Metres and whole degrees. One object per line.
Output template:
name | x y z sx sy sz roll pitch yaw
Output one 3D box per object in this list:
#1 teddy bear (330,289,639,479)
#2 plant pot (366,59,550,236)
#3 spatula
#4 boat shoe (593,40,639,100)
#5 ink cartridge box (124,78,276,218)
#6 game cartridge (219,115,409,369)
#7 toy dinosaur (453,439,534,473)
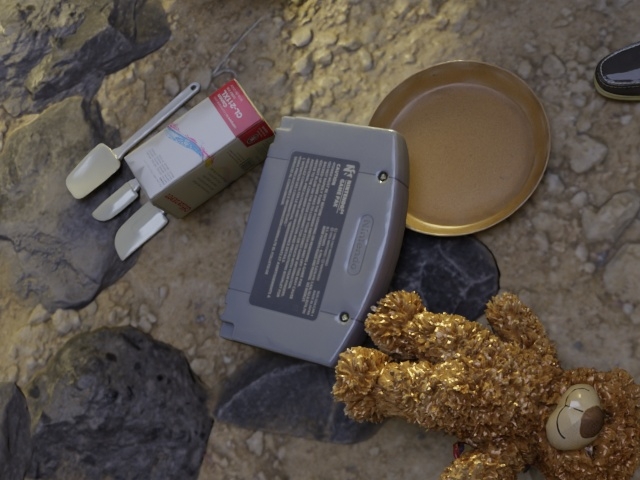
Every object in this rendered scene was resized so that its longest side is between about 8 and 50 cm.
teddy bear | 0.178 0.159 1.009 0.245 0.113 0.338 -35 54 -27
plant pot | 0.168 -0.112 1.175 0.236 0.032 0.236 -6 69 17
spatula | -0.230 -0.109 1.316 0.242 0.019 0.168 -42 63 1
boat shoe | 0.432 -0.223 1.100 0.223 0.073 0.080 -8 69 16
ink cartridge box | -0.149 -0.115 1.221 0.175 0.127 0.072 -35 78 2
game cartridge | 0.000 0.000 1.160 0.198 0.062 0.297 13 82 23
toy dinosaur | 0.189 0.233 1.026 0.082 0.090 0.047 3 79 -27
